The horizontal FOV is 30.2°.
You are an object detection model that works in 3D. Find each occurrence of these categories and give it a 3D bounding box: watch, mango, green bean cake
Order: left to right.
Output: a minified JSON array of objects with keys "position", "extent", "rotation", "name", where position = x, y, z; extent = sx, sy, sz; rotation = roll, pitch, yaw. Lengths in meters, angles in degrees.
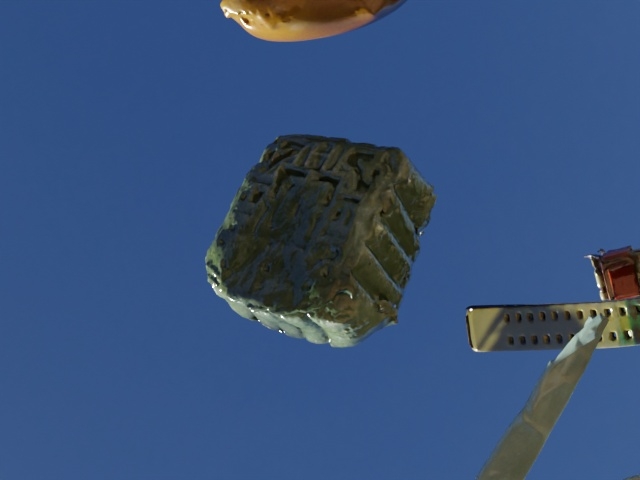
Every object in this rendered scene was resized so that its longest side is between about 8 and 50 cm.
[{"position":[-0.001,-0.357,1.542],"extent":[0.287,0.201,0.152],"rotation":[-20,-30,-6],"name":"mango"},{"position":[0.000,0.000,1.325],"extent":[0.125,0.223,0.227],"rotation":[46,-117,-50],"name":"green bean cake"},{"position":[0.286,0.051,1.125],"extent":[0.165,0.268,0.102],"rotation":[-27,-76,-46],"name":"watch"}]

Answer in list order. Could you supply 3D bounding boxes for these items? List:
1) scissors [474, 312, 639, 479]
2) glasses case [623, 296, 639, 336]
[{"position":[0.054,0.136,0.492],"extent":[0.144,0.247,0.017],"rotation":[40,-158,-11],"name":"scissors"},{"position":[0.421,0.075,1.508],"extent":[0.095,0.062,0.272],"rotation":[63,-162,14],"name":"glasses case"}]
